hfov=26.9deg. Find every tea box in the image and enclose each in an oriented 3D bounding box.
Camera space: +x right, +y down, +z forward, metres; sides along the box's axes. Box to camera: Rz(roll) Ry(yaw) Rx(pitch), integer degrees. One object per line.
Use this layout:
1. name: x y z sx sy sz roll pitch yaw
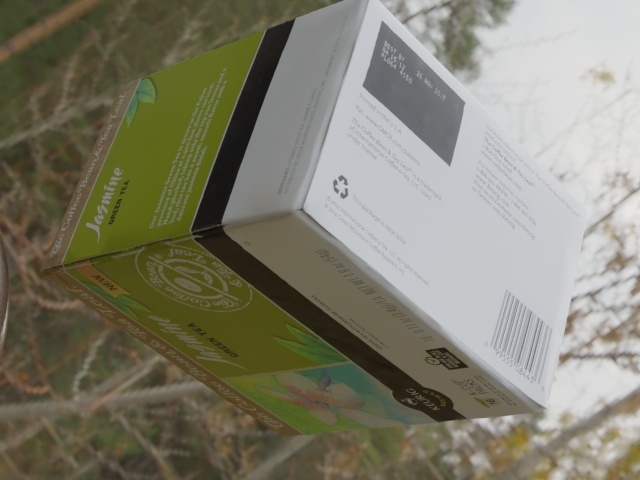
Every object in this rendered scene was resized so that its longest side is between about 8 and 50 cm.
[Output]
1. tea box: 0.000 0.000 1.183 0.324 0.220 0.329 -13 -41 43

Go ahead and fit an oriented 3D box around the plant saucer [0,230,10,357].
1. plant saucer: -0.337 0.028 0.889 0.050 0.310 0.310 -11 -64 49
